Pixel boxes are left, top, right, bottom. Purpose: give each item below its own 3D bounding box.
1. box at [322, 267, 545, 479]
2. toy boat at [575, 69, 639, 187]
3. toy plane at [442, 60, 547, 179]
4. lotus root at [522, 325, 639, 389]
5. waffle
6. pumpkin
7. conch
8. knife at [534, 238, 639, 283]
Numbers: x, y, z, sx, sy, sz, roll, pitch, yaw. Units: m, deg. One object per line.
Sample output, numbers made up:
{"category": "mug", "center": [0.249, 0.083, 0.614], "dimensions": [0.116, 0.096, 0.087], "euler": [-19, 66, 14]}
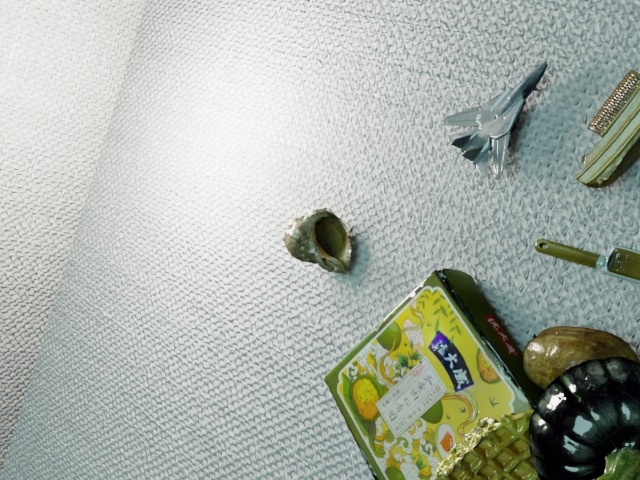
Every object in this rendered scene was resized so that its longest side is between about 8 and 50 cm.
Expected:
{"category": "box", "center": [0.243, 0.331, 1.734], "dimensions": [0.420, 0.138, 0.373], "euler": [-47, 54, 26]}
{"category": "toy boat", "center": [0.597, -0.239, 1.556], "dimensions": [0.115, 0.089, 0.310], "euler": [46, 112, 28]}
{"category": "toy plane", "center": [0.404, -0.277, 1.752], "dimensions": [0.267, 0.088, 0.212], "euler": [-47, 55, 16]}
{"category": "lotus root", "center": [0.503, 0.234, 1.517], "dimensions": [0.260, 0.145, 0.128], "euler": [10, 131, 44]}
{"category": "waffle", "center": [0.359, 0.463, 1.540], "dimensions": [0.311, 0.060, 0.307], "euler": [-15, 107, 19]}
{"category": "pumpkin", "center": [0.493, 0.342, 1.316], "dimensions": [0.295, 0.296, 0.296], "euler": [-10, 75, 41]}
{"category": "conch", "center": [0.000, 0.000, 2.028], "dimensions": [0.207, 0.130, 0.155], "euler": [42, 124, 24]}
{"category": "knife", "center": [0.573, 0.038, 1.569], "dimensions": [0.343, 0.027, 0.061], "euler": [21, 92, 43]}
